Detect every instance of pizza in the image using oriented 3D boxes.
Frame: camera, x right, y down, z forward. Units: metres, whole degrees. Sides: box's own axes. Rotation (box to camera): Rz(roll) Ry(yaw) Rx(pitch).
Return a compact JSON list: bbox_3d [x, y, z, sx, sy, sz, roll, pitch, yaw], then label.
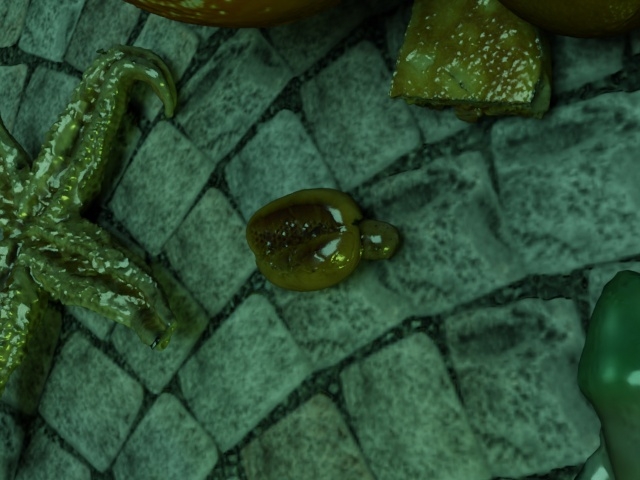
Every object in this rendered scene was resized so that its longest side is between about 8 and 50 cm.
[{"bbox_3d":[0.117,-0.159,0.734,0.134,0.046,0.175,-27,66,26],"label":"pizza"}]

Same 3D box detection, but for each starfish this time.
[{"bbox_3d":[-0.262,0.021,0.927,0.324,0.082,0.432,-12,69,27],"label":"starfish"}]

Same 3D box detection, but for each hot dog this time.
[{"bbox_3d":[-0.001,-0.002,0.778,0.140,0.060,0.090,-20,74,36],"label":"hot dog"}]

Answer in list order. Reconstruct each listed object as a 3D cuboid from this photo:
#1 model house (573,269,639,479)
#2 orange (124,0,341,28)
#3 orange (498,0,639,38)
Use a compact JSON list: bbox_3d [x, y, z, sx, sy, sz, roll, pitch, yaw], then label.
[{"bbox_3d":[0.238,0.143,0.440,0.243,0.298,0.284,-23,68,28],"label":"model house"},{"bbox_3d":[-0.047,-0.362,0.686,0.326,0.424,0.424,31,101,-8],"label":"orange"},{"bbox_3d":[0.187,-0.244,0.620,0.206,0.206,0.206,-7,76,32],"label":"orange"}]
